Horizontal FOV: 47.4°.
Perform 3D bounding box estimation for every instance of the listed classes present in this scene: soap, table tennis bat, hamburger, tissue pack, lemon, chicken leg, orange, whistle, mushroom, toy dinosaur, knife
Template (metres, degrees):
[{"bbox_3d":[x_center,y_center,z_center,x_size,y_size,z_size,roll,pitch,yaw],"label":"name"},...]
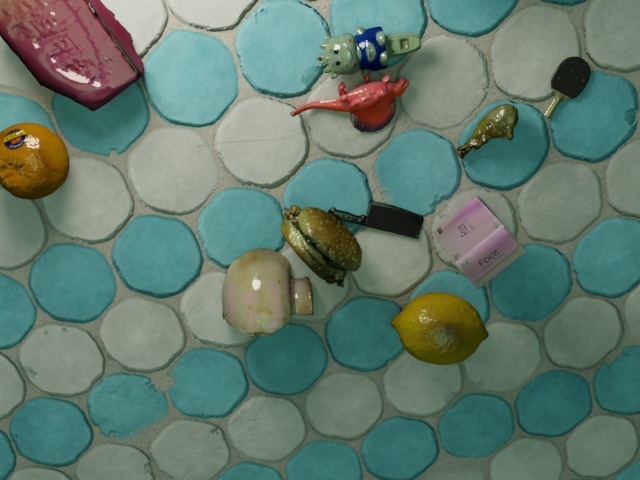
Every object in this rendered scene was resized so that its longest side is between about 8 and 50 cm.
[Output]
[{"bbox_3d":[-0.555,-0.449,1.604,0.220,0.127,0.325,-33,108,6],"label":"soap"},{"bbox_3d":[0.589,-0.367,1.760,0.087,0.013,0.157,27,106,-13],"label":"table tennis bat"},{"bbox_3d":[0.000,0.000,1.762,0.122,0.189,0.215,-43,110,14],"label":"hamburger"},{"bbox_3d":[0.379,-0.001,1.758,0.148,0.246,0.092,-40,106,10],"label":"tissue pack"},{"bbox_3d":[0.308,0.226,1.871,0.256,0.188,0.188,5,110,-3],"label":"lemon"},{"bbox_3d":[0.405,-0.255,1.759,0.178,0.070,0.093,-35,65,20],"label":"chicken leg"},{"bbox_3d":[-0.666,-0.184,1.677,0.177,0.155,0.178,0,103,2],"label":"orange"},{"bbox_3d":[0.109,-0.433,1.664,0.244,0.092,0.110,-9,106,1],"label":"whistle"},{"bbox_3d":[-0.136,0.128,1.819,0.236,0.162,0.173,-3,112,-4],"label":"mushroom"},{"bbox_3d":[0.082,-0.307,1.738,0.286,0.070,0.139,-21,132,6],"label":"toy dinosaur"},{"bbox_3d":[0.141,-0.063,1.845,0.245,0.019,0.072,12,104,-10],"label":"knife"}]
